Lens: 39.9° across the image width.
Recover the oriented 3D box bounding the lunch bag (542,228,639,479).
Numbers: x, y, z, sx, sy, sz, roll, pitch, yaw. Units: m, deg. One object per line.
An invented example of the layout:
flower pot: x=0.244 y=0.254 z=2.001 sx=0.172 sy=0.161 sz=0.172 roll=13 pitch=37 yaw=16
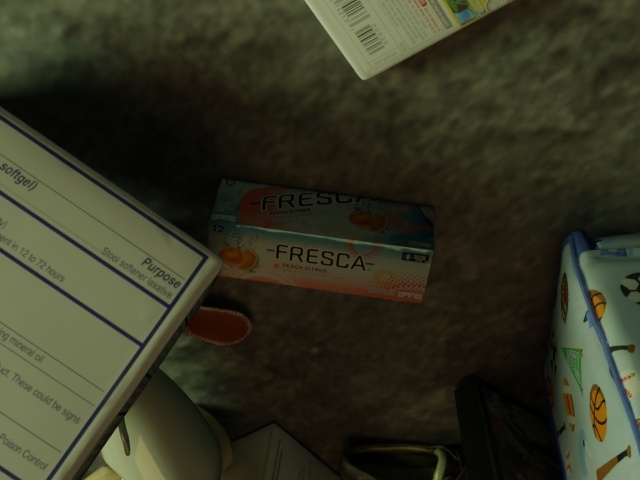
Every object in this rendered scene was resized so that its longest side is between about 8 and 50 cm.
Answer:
lunch bag: x=0.241 y=0.155 z=0.665 sx=0.114 sy=0.303 sz=0.243 roll=1 pitch=131 yaw=3

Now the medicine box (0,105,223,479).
medicine box: x=-0.257 y=0.063 z=0.623 sx=0.263 sy=0.289 sz=0.149 roll=35 pitch=166 yaw=-2

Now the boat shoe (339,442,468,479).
boat shoe: x=0.126 y=0.249 z=0.910 sx=0.223 sy=0.080 sz=0.073 roll=0 pitch=136 yaw=14

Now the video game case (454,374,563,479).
video game case: x=0.239 y=0.269 z=0.781 sx=0.248 sy=0.275 sz=0.035 roll=30 pitch=118 yaw=-17

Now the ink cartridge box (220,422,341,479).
ink cartridge box: x=-0.043 y=0.334 z=0.993 sx=0.172 sy=0.100 sz=0.237 roll=-30 pitch=119 yaw=29

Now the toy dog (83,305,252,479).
toy dog: x=-0.144 y=0.157 z=0.804 sx=0.161 sy=0.220 sz=0.334 roll=15 pitch=147 yaw=32

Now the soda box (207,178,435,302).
soda box: x=0.000 y=0.000 z=0.729 sx=0.183 sy=0.058 sz=0.063 roll=8 pitch=131 yaw=1

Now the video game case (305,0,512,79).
video game case: x=0.052 y=-0.233 z=0.544 sx=0.206 sy=0.026 sz=0.227 roll=-25 pitch=122 yaw=26
